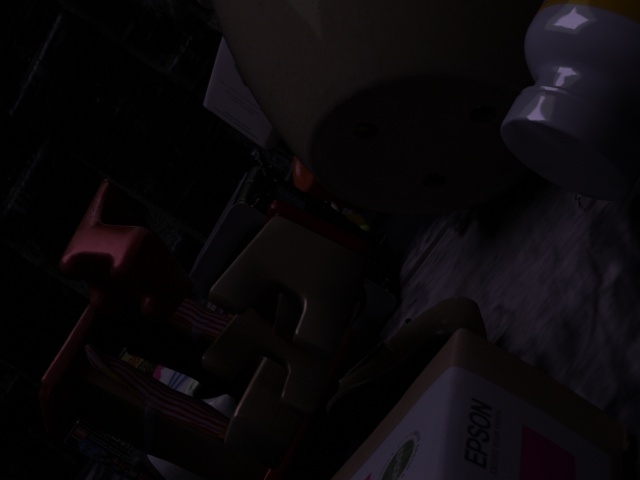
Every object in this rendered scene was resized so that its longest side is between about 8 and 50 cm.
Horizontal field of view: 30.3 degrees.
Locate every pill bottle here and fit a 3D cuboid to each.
[{"bbox_3d":[0.172,-0.117,0.625,0.184,0.103,0.103,-58,7,-12],"label":"pill bottle"}]

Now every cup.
[{"bbox_3d":[0.071,-0.160,0.869,0.331,0.331,0.237,-49,36,49],"label":"cup"}]

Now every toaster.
[{"bbox_3d":[-0.024,0.020,1.079,0.110,0.168,0.185,-56,8,15],"label":"toaster"}]

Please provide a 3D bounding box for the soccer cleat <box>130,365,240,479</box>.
[{"bbox_3d":[-0.120,0.183,1.337,0.143,0.116,0.331,-40,11,6],"label":"soccer cleat"}]

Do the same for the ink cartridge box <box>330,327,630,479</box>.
[{"bbox_3d":[0.021,0.172,0.422,0.193,0.088,0.234,-54,7,28],"label":"ink cartridge box"}]

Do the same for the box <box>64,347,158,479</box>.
[{"bbox_3d":[-0.209,0.212,1.515,0.044,0.159,0.233,-52,9,33],"label":"box"}]

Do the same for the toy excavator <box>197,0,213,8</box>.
[{"bbox_3d":[0.116,-0.378,1.002,0.433,0.222,0.445,-31,-3,-37],"label":"toy excavator"}]

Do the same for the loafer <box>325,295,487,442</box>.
[{"bbox_3d":[0.057,0.082,0.732,0.148,0.056,0.050,-39,15,46],"label":"loafer"}]

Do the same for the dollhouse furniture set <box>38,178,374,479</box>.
[{"bbox_3d":[-0.077,0.053,0.827,0.374,0.201,0.152,105,-169,-58],"label":"dollhouse furniture set"}]

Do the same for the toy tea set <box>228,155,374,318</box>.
[{"bbox_3d":[0.000,0.000,1.404,0.336,0.124,0.200,140,133,-56],"label":"toy tea set"}]

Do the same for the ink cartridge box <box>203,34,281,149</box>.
[{"bbox_3d":[-0.027,-0.274,1.486,0.198,0.115,0.273,-51,-6,-32],"label":"ink cartridge box"}]
